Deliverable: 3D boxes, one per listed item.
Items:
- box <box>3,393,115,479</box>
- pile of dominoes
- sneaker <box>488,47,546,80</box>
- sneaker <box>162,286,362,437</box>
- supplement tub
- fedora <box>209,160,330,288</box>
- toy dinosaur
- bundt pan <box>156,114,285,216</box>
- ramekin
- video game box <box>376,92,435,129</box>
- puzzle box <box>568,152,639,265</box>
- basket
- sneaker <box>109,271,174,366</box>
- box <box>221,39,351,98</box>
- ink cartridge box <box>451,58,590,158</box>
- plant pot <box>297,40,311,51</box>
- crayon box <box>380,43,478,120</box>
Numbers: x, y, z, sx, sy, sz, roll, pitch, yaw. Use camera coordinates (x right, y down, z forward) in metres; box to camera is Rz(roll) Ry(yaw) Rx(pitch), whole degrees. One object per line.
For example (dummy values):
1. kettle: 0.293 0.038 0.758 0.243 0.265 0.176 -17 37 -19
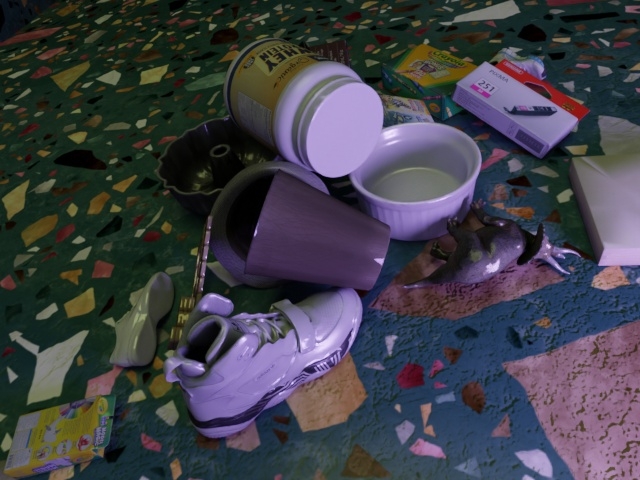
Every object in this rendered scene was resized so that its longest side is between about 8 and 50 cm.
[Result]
1. box: -0.446 0.340 0.834 0.179 0.043 0.105 -16 45 3
2. pile of dominoes: -0.248 0.077 0.902 0.040 0.196 0.251 10 58 -17
3. sneaker: 0.550 -0.484 1.349 0.083 0.071 0.190 -33 40 -8
4. sneaker: -0.083 0.159 0.794 0.366 0.210 0.137 -35 49 -18
5. supplement tub: -0.041 -0.286 1.020 0.228 0.228 0.316 -35 48 -18
6. fedora: -0.094 -0.044 1.016 0.244 0.275 0.124 37 18 -3
7. toy dinosaur: 0.303 0.017 0.895 0.314 0.120 0.160 -18 32 -9
8. bundt pan: -0.240 -0.184 1.219 0.331 0.124 0.330 -7 47 7
9. ramekin: 0.205 -0.128 1.045 0.278 0.135 0.277 -7 47 8
10. video game box: 0.203 -0.309 1.235 0.187 0.048 0.205 6 44 -16
11. puzzle box: 0.729 -0.071 0.915 0.409 0.052 0.272 -1 47 13
12. basket: 0.000 0.000 0.871 0.227 0.154 0.204 18 81 -2
13. sneaker: -0.373 0.156 0.972 0.094 0.080 0.212 -11 46 20
14. box: -0.092 -0.479 1.453 0.382 0.143 0.191 -10 46 7
15. ink cartridge box: 0.510 -0.356 1.184 0.239 0.060 0.275 -40 68 -21
16. plant pot: -0.053 -0.394 1.276 0.187 0.167 0.188 -40 25 17
17. crayon box: 0.323 -0.463 1.368 0.165 0.081 0.278 -31 48 -15
